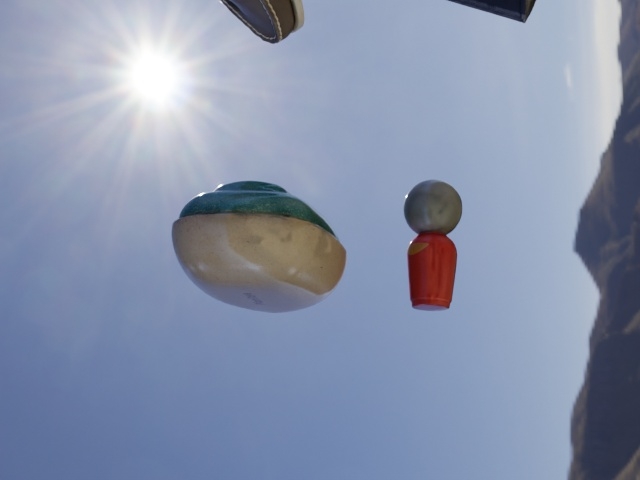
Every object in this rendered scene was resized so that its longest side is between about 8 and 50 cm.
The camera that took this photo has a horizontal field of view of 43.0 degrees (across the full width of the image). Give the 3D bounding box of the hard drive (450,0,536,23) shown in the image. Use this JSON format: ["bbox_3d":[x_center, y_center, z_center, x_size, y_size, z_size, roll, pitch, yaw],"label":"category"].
[{"bbox_3d":[0.117,-0.306,0.606,0.054,0.172,0.254,106,-179,-81],"label":"hard drive"}]

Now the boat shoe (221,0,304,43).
[{"bbox_3d":[-0.137,-0.348,0.941,0.096,0.117,0.324,-56,-50,-22],"label":"boat shoe"}]

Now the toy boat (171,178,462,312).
[{"bbox_3d":[0.000,0.000,0.926,0.267,0.318,0.148,75,-163,-74],"label":"toy boat"}]
